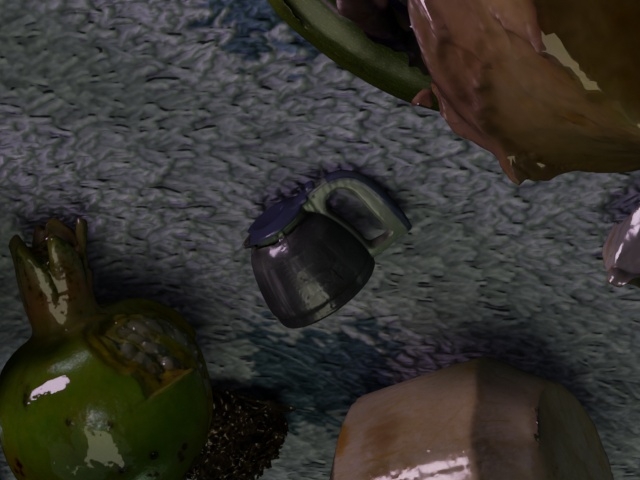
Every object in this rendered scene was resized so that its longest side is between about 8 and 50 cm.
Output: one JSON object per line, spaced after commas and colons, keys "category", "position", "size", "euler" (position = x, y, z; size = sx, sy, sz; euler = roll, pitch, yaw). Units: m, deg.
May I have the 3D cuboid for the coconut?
{"category": "coconut", "position": [0.144, 0.285, 1.494], "size": [0.323, 0.323, 0.323], "euler": [2, 136, 2]}

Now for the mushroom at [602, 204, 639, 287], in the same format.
{"category": "mushroom", "position": [0.415, -0.046, 1.275], "size": [0.351, 0.097, 0.109], "euler": [-27, 128, 25]}

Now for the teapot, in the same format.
{"category": "teapot", "position": [-0.005, 0.007, 1.356], "size": [0.149, 0.111, 0.108], "euler": [-23, 115, 33]}

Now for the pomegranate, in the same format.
{"category": "pomegranate", "position": [-0.231, 0.127, 1.434], "size": [0.236, 0.236, 0.302], "euler": [-20, 107, 23]}

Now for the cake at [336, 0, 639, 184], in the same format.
{"category": "cake", "position": [0.187, -0.203, 1.040], "size": [0.332, 0.332, 0.321], "euler": [30, 168, -23]}

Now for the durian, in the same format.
{"category": "durian", "position": [-0.105, 0.222, 1.593], "size": [0.188, 0.091, 0.148], "euler": [-25, 129, 24]}

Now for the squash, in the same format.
{"category": "squash", "position": [0.061, -0.165, 1.201], "size": [0.318, 0.071, 0.080], "euler": [27, 87, -18]}
